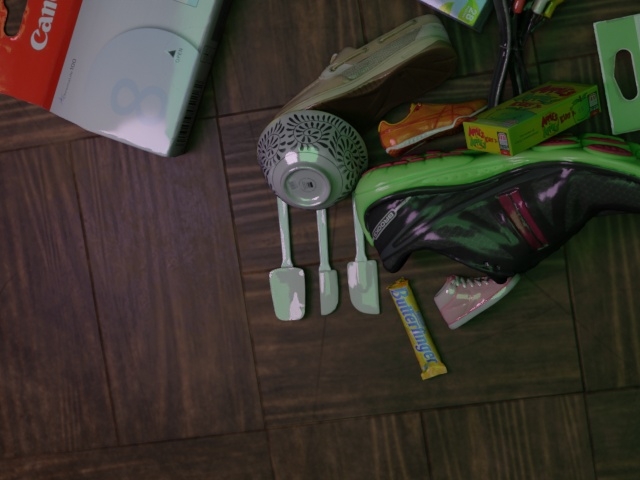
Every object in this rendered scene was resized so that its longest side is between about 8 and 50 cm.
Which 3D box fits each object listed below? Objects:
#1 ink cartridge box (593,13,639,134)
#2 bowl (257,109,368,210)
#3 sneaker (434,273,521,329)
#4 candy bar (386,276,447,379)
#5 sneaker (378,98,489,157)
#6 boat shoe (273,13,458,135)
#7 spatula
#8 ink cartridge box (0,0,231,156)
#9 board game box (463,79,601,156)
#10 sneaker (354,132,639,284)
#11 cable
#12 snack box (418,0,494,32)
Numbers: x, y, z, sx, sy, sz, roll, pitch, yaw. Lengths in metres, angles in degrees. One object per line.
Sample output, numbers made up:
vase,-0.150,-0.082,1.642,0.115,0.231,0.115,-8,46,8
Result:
ink cartridge box,0.523,-0.254,1.832,0.235,0.056,0.171,-10,92,12
bowl,-0.017,-0.102,1.885,0.170,0.080,0.170,4,128,5
sneaker,0.231,0.071,1.918,0.134,0.051,0.070,-36,93,16
candy bar,0.146,0.134,1.957,0.040,0.018,0.161,-22,91,12
sneaker,0.169,-0.182,1.888,0.175,0.064,0.067,-19,79,-10
boat shoe,0.058,-0.237,1.911,0.302,0.109,0.098,-28,52,16
spatula,0.000,0.000,1.975,0.168,0.019,0.242,-4,94,12
ink cartridge box,-0.352,-0.333,1.981,0.385,0.091,0.308,19,98,8
board game box,0.301,-0.176,1.812,0.181,0.092,0.043,-27,115,-30
sneaker,0.294,-0.044,1.849,0.483,0.185,0.202,-5,101,21
cable,0.288,-0.296,1.822,0.072,0.139,0.287,28,111,48
snack box,0.182,-0.429,1.866,0.207,0.070,0.174,29,99,15
